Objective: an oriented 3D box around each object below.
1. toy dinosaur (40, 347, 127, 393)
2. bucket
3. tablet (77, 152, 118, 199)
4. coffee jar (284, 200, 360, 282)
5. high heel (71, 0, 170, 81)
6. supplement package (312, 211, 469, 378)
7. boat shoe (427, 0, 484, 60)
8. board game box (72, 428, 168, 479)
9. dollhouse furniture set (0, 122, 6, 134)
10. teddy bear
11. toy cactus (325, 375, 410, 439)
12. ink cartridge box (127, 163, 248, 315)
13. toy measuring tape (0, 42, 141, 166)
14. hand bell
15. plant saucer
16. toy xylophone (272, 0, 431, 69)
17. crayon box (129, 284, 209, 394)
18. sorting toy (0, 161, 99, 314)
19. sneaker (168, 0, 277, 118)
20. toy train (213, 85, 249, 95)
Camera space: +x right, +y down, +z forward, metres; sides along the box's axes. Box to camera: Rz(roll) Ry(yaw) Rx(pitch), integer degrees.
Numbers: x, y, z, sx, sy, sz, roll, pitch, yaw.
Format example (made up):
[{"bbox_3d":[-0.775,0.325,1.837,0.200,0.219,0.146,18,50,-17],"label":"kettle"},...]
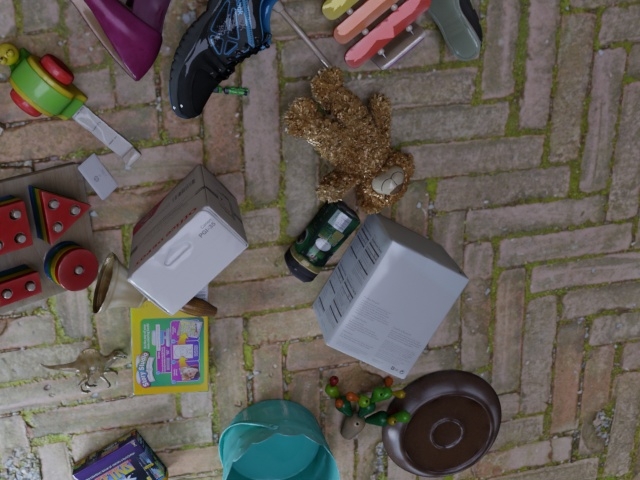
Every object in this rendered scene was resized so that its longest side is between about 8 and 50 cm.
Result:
[{"bbox_3d":[-0.514,0.284,1.811,0.183,0.053,0.092,-9,97,-15],"label":"toy dinosaur"},{"bbox_3d":[-0.101,0.515,1.900,0.281,0.183,0.281,-4,111,-9],"label":"bucket"},{"bbox_3d":[-0.446,-0.128,1.657,0.006,0.054,0.083,-12,121,41],"label":"tablet"},{"bbox_3d":[0.000,0.000,1.765,0.079,0.096,0.184,36,102,-18],"label":"coffee jar"},{"bbox_3d":[-0.461,-0.431,1.484,0.378,0.127,0.181,18,96,-20],"label":"high heel"},{"bbox_3d":[0.144,0.113,1.781,0.199,0.198,0.262,26,104,-18],"label":"supplement package"},{"bbox_3d":[0.259,-0.472,1.648,0.081,0.068,0.227,-14,116,33],"label":"boat shoe"},{"bbox_3d":[-0.462,0.538,1.913,0.170,0.048,0.141,-31,115,2],"label":"board game box"},{"bbox_3d":[-0.682,-0.168,1.552,0.144,0.123,0.151,37,101,-21],"label":"dollhouse furniture set"},{"bbox_3d":[0.070,-0.193,1.664,0.245,0.113,0.337,-39,114,-28],"label":"teddy bear"},{"bbox_3d":[0.096,0.396,1.951,0.219,0.112,0.180,17,126,-19],"label":"toy cactus"},{"bbox_3d":[-0.262,-0.007,1.609,0.207,0.283,0.117,-42,113,7],"label":"ink cartridge box"},{"bbox_3d":[-0.477,-0.249,1.566,0.121,0.121,0.330,-44,113,8],"label":"toy measuring tape"},{"bbox_3d":[-0.322,0.114,1.668,0.242,0.126,0.126,16,107,-24],"label":"hand bell"},{"bbox_3d":[0.306,0.466,2.034,0.311,0.050,0.310,-4,112,-9],"label":"plant saucer"},{"bbox_3d":[0.049,-0.465,1.600,0.323,0.081,0.236,40,100,-21],"label":"toy xylophone"},{"bbox_3d":[-0.326,0.195,1.786,0.166,0.081,0.278,-1,111,-10],"label":"crayon box"},{"bbox_3d":[-0.550,0.005,1.598,0.256,0.089,0.257,-22,118,-38],"label":"sorting toy"},{"bbox_3d":[-0.175,-0.372,1.551,0.140,0.125,0.340,28,105,4],"label":"sneaker"},{"bbox_3d":[-0.182,-0.300,1.651,0.083,0.023,0.017,4,110,-12],"label":"toy train"}]
